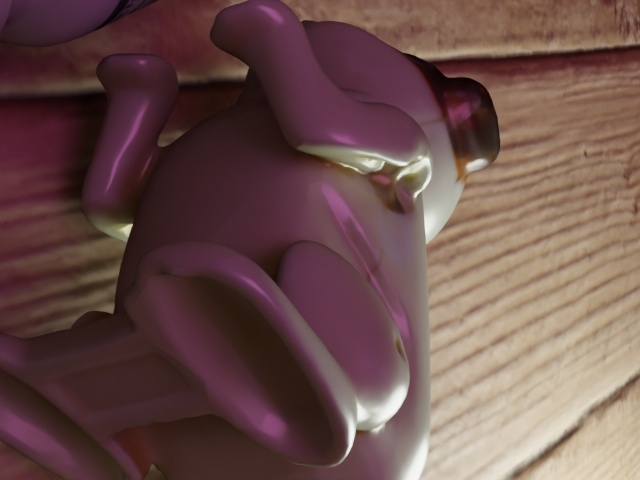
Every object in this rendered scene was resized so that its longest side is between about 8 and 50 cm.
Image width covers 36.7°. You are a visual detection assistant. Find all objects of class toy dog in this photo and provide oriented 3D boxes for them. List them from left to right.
[{"bbox_3d":[0.000,0.000,0.715,0.395,0.285,0.407,42,45,-21],"label":"toy dog"}]

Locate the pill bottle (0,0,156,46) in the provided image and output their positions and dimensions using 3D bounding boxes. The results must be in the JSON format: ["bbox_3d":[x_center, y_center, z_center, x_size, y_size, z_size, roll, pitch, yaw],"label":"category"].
[{"bbox_3d":[-0.163,-0.255,0.648,0.363,0.210,0.210,-42,113,-44],"label":"pill bottle"}]
